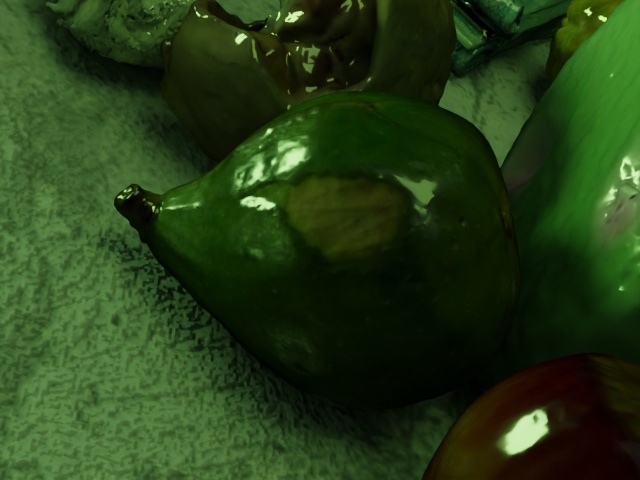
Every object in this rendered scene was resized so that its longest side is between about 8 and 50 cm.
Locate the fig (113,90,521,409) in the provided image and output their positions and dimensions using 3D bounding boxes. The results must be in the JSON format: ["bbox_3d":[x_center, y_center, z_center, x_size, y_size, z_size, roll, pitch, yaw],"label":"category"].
[{"bbox_3d":[0.000,0.000,0.895,0.244,0.195,0.195,4,34,11],"label":"fig"}]

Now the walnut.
[{"bbox_3d":[0.020,-0.135,1.032,0.238,0.141,0.204,-55,137,-22],"label":"walnut"}]

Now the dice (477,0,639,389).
[{"bbox_3d":[0.307,0.017,0.988,0.322,0.318,0.330,30,40,-14],"label":"dice"}]

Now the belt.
[{"bbox_3d":[0.190,-0.228,1.390,0.072,0.087,0.302,49,35,9],"label":"belt"}]

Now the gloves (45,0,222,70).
[{"bbox_3d":[-0.126,-0.167,1.044,0.153,0.070,0.114,7,36,-47],"label":"gloves"}]

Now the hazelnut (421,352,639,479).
[{"bbox_3d":[0.152,0.187,0.767,0.217,0.217,0.251,-17,67,-51],"label":"hazelnut"}]

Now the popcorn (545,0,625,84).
[{"bbox_3d":[0.320,-0.154,1.325,0.200,0.203,0.226,34,24,-18],"label":"popcorn"}]
